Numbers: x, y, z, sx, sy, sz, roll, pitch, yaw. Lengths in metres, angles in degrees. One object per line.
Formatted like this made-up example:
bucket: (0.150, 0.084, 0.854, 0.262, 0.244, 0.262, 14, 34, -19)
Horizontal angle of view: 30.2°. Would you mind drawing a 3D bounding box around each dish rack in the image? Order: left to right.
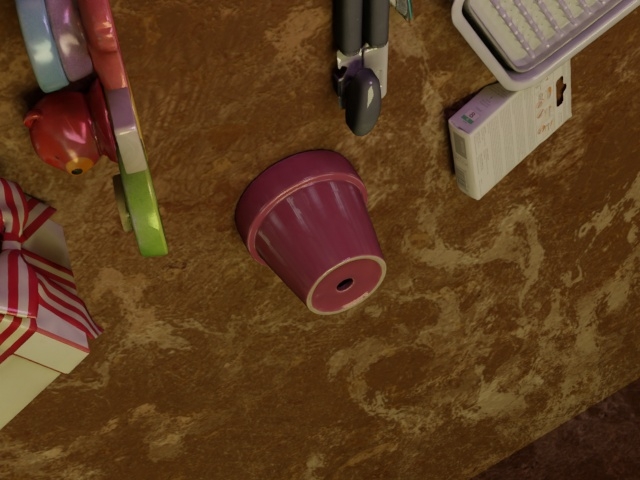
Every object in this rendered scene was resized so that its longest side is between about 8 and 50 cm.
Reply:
dish rack: (0.332, -0.370, 1.595, 0.333, 0.072, 0.285, -38, 147, 11)

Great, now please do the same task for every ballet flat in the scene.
ballet flat: (0.097, -0.326, 1.507, 0.041, 0.041, 0.114, -23, 146, -11)

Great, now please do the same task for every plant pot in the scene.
plant pot: (0.000, 0.000, 1.726, 0.201, 0.180, 0.201, -21, 145, -16)

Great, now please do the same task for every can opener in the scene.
can opener: (0.061, -0.259, 1.520, 0.074, 0.093, 0.280, -20, 141, -14)

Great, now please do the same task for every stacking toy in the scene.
stacking toy: (-0.263, -0.127, 1.277, 0.130, 0.280, 0.309, -13, 146, -6)

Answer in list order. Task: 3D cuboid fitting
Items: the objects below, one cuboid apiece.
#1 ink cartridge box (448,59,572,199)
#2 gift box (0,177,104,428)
ink cartridge box: (0.298, -0.190, 1.847, 0.224, 0.056, 0.181, -43, 150, -15)
gift box: (-0.425, 0.072, 1.429, 0.258, 0.255, 0.276, -42, 140, 20)
